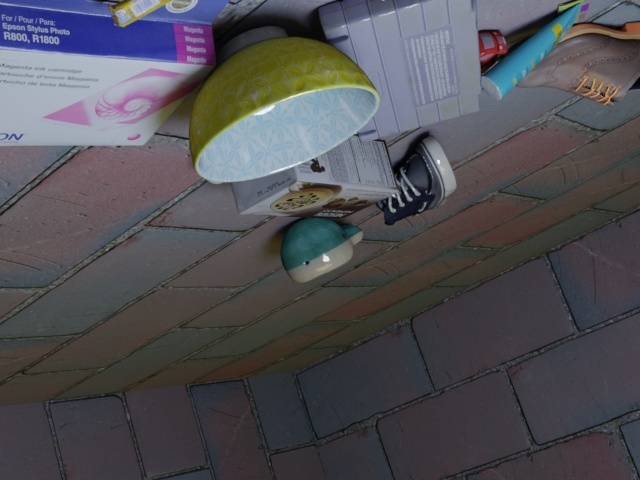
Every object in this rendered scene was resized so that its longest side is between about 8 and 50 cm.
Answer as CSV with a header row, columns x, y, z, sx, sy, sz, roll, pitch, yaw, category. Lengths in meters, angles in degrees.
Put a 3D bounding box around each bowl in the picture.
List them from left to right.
x,y,z,sx,sy,sz,roll,pitch,yaw,category
-0.074,-0.218,1.357,0.290,0.156,0.289,-22,167,-5,bowl

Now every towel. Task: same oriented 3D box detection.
x,y,z,sx,sy,sz,roll,pitch,yaw,category
0.438,-0.397,1.611,0.060,0.009,0.083,-19,163,3,towel

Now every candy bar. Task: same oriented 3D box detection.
x,y,z,sx,sy,sz,roll,pitch,yaw,category
-0.187,-0.311,1.134,0.161,0.018,0.040,-30,147,-1,candy bar

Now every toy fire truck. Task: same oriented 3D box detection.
x,y,z,sx,sy,sz,roll,pitch,yaw,category
0.222,-0.300,1.622,0.135,0.047,0.192,-8,161,-33,toy fire truck

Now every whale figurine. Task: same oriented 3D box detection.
x,y,z,sx,sy,sz,roll,pitch,yaw,category
0.000,0.000,2.256,0.216,0.141,0.272,-26,-174,24,whale figurine

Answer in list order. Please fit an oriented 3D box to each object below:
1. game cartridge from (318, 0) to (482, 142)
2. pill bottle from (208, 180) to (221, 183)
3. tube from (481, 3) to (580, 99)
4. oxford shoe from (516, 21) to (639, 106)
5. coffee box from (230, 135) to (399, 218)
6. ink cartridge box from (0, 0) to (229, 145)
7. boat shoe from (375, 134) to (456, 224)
x,y,z,sx,sy,sz,roll,pitch,yaw,category
0.141,-0.286,1.477,0.230,0.068,0.355,-19,156,4,game cartridge
-0.173,-0.148,1.642,0.067,0.067,0.120,-11,161,-26,pill bottle
0.367,-0.327,1.597,0.207,0.052,0.080,-41,170,-8,tube
0.511,-0.319,1.722,0.364,0.132,0.130,-12,163,-20,oxford shoe
-0.011,-0.126,1.785,0.168,0.118,0.297,-25,163,38,coffee box
-0.317,-0.227,1.236,0.324,0.071,0.330,-5,160,-39,ink cartridge box
0.199,-0.115,2.039,0.158,0.127,0.340,-26,164,-3,boat shoe
